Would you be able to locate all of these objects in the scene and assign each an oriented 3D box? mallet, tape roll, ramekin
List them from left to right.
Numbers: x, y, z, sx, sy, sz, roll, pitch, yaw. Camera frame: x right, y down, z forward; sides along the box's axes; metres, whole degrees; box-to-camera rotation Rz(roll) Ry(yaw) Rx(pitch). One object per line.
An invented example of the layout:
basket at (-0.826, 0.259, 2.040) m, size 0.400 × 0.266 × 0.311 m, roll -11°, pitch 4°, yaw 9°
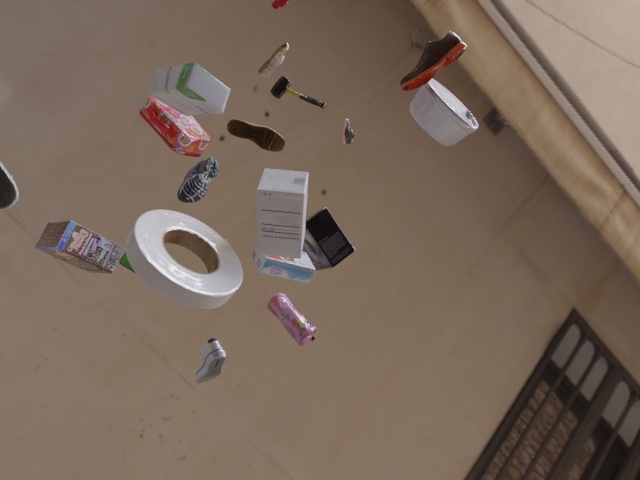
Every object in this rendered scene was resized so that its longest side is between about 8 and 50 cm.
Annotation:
tape roll at (-0.433, 0.055, 1.478) m, size 0.391 × 0.072 × 0.392 m, roll 34°, pitch 22°, yaw -16°
mallet at (-0.058, -0.433, 1.333) m, size 0.189 × 0.063 × 0.039 m, roll 22°, pitch -14°, yaw 24°
ramekin at (0.460, -0.480, 1.730) m, size 0.273 × 0.273 × 0.127 m, roll 44°, pitch -59°, yaw 0°

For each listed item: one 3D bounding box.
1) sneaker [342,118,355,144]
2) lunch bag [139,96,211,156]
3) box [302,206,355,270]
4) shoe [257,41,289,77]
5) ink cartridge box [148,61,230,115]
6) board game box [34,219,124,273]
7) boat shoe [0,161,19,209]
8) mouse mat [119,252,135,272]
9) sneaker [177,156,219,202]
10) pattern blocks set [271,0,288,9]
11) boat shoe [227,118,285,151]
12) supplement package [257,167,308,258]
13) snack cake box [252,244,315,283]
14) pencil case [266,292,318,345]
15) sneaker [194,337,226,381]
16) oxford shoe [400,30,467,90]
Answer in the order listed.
sneaker at (0.140, -0.534, 2.217) m, size 0.064 × 0.061 × 0.158 m, roll -3°, pitch -30°, yaw 1°
lunch bag at (-0.651, -0.508, 2.021) m, size 0.293 × 0.120 × 0.258 m, roll 47°, pitch 18°, yaw 8°
box at (0.000, 0.000, 2.582) m, size 0.294 × 0.182 × 0.296 m, roll 56°, pitch -20°, yaw -5°
shoe at (-0.199, -0.802, 2.028) m, size 0.058 × 0.077 × 0.219 m, roll 42°, pitch -38°, yaw -19°
ink cartridge box at (-0.419, -0.475, 1.443) m, size 0.212 × 0.093 × 0.154 m, roll 7°, pitch -12°, yaw 39°
board game box at (-1.156, 0.036, 2.188) m, size 0.231 × 0.141 × 0.291 m, roll -2°, pitch -28°, yaw 37°
boat shoe at (-0.968, -0.204, 1.283) m, size 0.320 × 0.118 × 0.103 m, roll 37°, pitch -5°, yaw 4°
mouse mat at (-0.840, 0.094, 2.175) m, size 0.189 × 0.153 × 0.007 m, roll 38°, pitch -15°, yaw -25°
sneaker at (-0.580, -0.270, 2.099) m, size 0.122 × 0.283 × 0.110 m, roll -3°, pitch -49°, yaw 32°
pattern blocks set at (-0.006, -0.884, 1.494) m, size 0.324 × 0.286 × 0.026 m, roll 13°, pitch -23°, yaw 49°
boat shoe at (-0.299, -0.507, 2.141) m, size 0.285 × 0.105 × 0.089 m, roll 21°, pitch 22°, yaw -21°
supplement package at (-0.144, -0.103, 1.744) m, size 0.175 × 0.178 × 0.293 m, roll 5°, pitch -54°, yaw 0°
snack cake box at (-0.171, 0.103, 2.118) m, size 0.264 × 0.089 × 0.152 m, roll 16°, pitch 25°, yaw -30°
pencil case at (-0.142, 0.389, 2.250) m, size 0.284 × 0.124 × 0.124 m, roll 44°, pitch -18°, yaw 20°
sneaker at (-0.414, 0.450, 1.698) m, size 0.258 × 0.094 × 0.091 m, roll -54°, pitch -131°, yaw 40°
oxford shoe at (0.374, -0.622, 1.582) m, size 0.098 × 0.271 × 0.097 m, roll 53°, pitch -5°, yaw 5°
